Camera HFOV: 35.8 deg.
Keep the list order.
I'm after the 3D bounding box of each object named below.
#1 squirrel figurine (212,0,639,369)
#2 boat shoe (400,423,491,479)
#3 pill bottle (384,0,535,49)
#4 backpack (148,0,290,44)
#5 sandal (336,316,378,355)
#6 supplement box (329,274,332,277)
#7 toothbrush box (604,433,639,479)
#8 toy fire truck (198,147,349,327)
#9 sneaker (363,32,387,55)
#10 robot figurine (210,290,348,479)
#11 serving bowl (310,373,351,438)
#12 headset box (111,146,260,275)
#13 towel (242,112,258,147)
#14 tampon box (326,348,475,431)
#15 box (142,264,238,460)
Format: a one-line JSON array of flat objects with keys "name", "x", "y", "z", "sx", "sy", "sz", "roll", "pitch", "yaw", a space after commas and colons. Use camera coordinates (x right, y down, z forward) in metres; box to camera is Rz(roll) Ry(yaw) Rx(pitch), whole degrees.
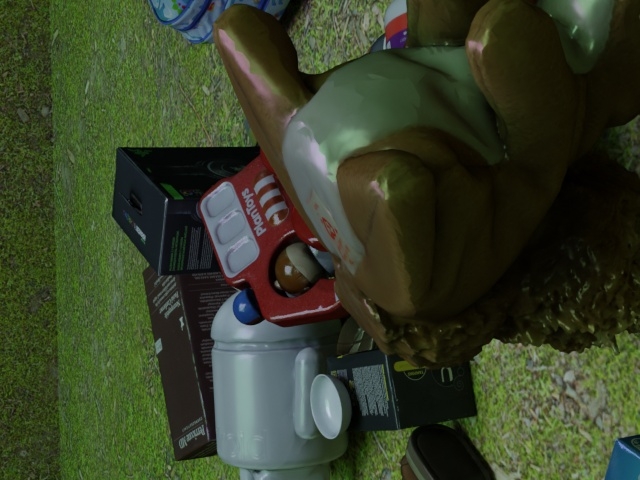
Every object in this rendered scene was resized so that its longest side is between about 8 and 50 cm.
[{"name": "squirrel figurine", "x": 0.170, "y": -0.079, "z": 0.850, "sx": 0.281, "sy": 0.370, "sz": 0.397, "roll": 45, "pitch": 162, "yaw": 48}, {"name": "boat shoe", "x": 0.183, "y": 0.364, "z": 1.177, "sx": 0.307, "sy": 0.110, "sz": 0.105, "roll": -113, "pitch": 29, "yaw": -49}, {"name": "pill bottle", "x": 0.171, "y": -0.110, "z": 1.063, "sx": 0.181, "sy": 0.181, "sz": 0.323, "roll": -12, "pitch": 82, "yaw": 61}, {"name": "backpack", "x": -0.136, "y": -0.474, "z": 1.555, "sx": 0.290, "sy": 0.273, "sz": 0.356, "roll": 62, "pitch": 155, "yaw": 27}, {"name": "sandal", "x": 0.078, "y": 0.111, "z": 1.398, "sx": 0.072, "sy": 0.049, "sz": 0.180, "roll": 33, "pitch": 106, "yaw": 49}, {"name": "supplement box", "x": 0.000, "y": 0.000, "z": 1.510, "sx": 0.083, "sy": 0.056, "sz": 0.083, "roll": 55, "pitch": 138, "yaw": 44}, {"name": "toothbrush box", "x": 0.363, "y": 0.321, "z": 0.815, "sx": 0.295, "sy": 0.126, "sz": 0.217, "roll": 38, "pitch": 125, "yaw": 52}, {"name": "toy fire truck", "x": -0.032, "y": -0.011, "z": 1.344, "sx": 0.254, "sy": 0.169, "sz": 0.302, "roll": -38, "pitch": 53, "yaw": 18}, {"name": "sneaker", "x": 0.107, "y": -0.110, "z": 1.240, "sx": 0.127, "sy": 0.126, "sz": 0.321, "roll": -27, "pitch": 58, "yaw": 54}, {"name": "robot figurine", "x": -0.061, "y": 0.214, "z": 1.493, "sx": 0.300, "sy": 0.199, "sz": 0.354, "roll": -5, "pitch": 88, "yaw": 64}, {"name": "serving bowl", "x": 0.018, "y": 0.212, "z": 1.277, "sx": 0.083, "sy": 0.027, "sz": 0.083, "roll": 17, "pitch": 109, "yaw": 61}, {"name": "headset box", "x": -0.185, "y": -0.056, "z": 1.607, "sx": 0.246, "sy": 0.283, "sz": 0.131, "roll": 42, "pitch": 128, "yaw": 53}, {"name": "towel", "x": -0.118, "y": -0.210, "z": 1.753, "sx": 0.083, "sy": 0.009, "sz": 0.060, "roll": 66, "pitch": 146, "yaw": 34}, {"name": "tampon box", "x": 0.100, "y": 0.187, "z": 1.280, "sx": 0.161, "sy": 0.120, "sz": 0.102, "roll": -20, "pitch": 76, "yaw": 60}, {"name": "box", "x": -0.215, "y": 0.198, "z": 1.838, "sx": 0.191, "sy": 0.143, "sz": 0.382, "roll": -41, "pitch": 59, "yaw": 55}]
